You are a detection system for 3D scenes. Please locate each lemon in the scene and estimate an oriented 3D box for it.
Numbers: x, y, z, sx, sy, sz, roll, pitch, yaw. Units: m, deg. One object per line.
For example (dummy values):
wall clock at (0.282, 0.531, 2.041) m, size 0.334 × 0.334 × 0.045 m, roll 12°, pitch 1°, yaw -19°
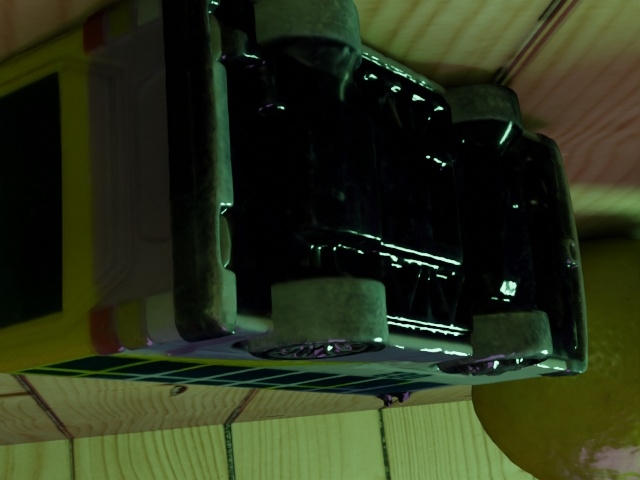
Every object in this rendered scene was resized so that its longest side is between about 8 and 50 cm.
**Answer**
lemon at (0.351, 0.156, 1.285) m, size 0.347 × 0.348 × 0.348 m, roll -6°, pitch 166°, yaw -2°

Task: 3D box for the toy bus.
toy bus at (0.000, 0.000, 0.738) m, size 0.249 × 0.209 × 0.439 m, roll -15°, pitch 163°, yaw 35°
